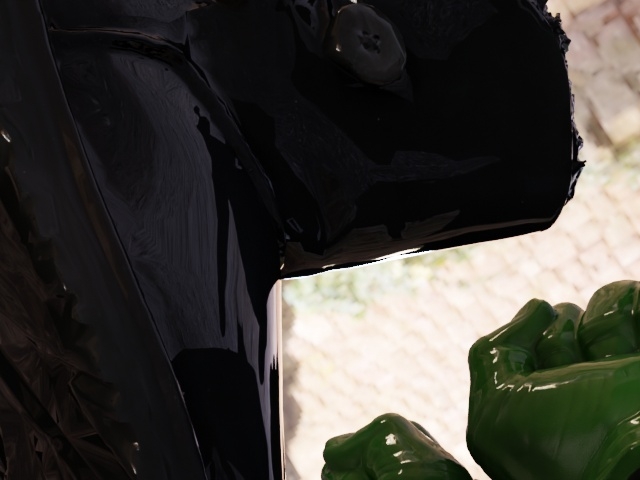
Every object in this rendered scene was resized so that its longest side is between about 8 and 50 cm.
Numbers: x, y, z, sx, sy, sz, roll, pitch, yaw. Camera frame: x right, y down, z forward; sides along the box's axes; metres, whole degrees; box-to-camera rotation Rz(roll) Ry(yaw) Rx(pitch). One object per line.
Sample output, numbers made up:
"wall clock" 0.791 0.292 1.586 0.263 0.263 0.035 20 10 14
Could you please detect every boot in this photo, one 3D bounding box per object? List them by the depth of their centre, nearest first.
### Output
"boot" 0.000 0.000 0.409 0.207 0.094 0.246 -9 -110 -34

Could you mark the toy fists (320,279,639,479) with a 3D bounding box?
"toy fists" 0.078 0.112 0.641 0.096 0.279 0.142 49 -168 -21
